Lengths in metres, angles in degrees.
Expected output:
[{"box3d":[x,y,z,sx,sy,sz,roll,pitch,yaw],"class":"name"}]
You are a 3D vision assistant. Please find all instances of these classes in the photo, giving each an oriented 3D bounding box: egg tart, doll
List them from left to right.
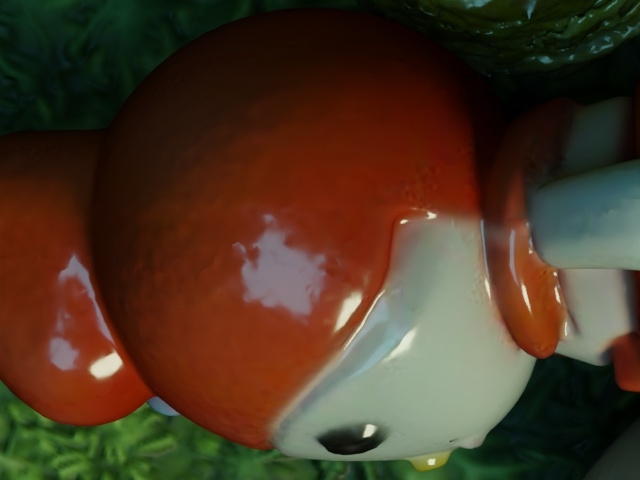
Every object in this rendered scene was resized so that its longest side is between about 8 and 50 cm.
[{"box3d":[0.000,0.000,0.453,0.290,0.161,0.130,-1,89,15],"class":"doll"},{"box3d":[0.050,-0.102,0.460,0.130,0.052,0.130,5,115,10],"class":"egg tart"}]

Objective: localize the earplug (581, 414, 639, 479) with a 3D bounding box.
[{"box3d":[0.206,0.165,0.466,0.325,0.175,0.214,45,150,-6],"class":"earplug"}]
